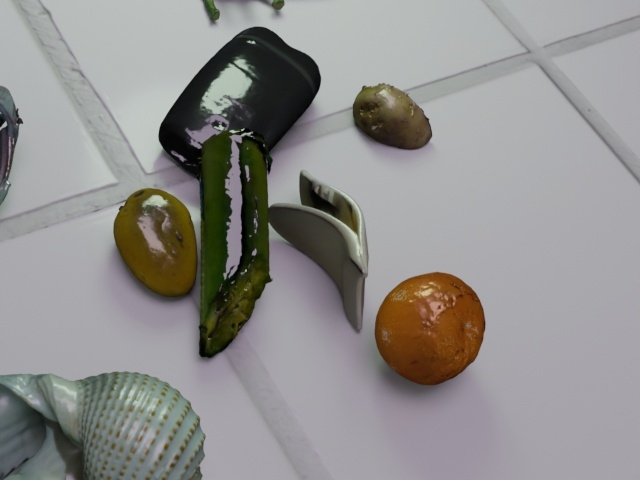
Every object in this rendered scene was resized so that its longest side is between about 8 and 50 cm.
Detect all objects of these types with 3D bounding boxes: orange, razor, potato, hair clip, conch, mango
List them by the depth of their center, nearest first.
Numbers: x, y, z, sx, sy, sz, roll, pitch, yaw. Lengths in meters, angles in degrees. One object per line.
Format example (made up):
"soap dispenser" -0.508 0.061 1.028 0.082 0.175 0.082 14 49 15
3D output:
"conch" -0.320 0.312 1.303 0.319 0.215 0.303 13 48 23
"orange" 0.176 0.142 1.591 0.161 0.193 0.193 18 42 42
"mango" -0.264 0.003 1.602 0.137 0.098 0.195 -20 69 -32
"hair clip" 0.018 -0.005 1.668 0.113 0.172 0.282 -33 59 -24
"razor" -0.143 -0.254 1.808 0.204 0.113 0.349 32 53 1
"potato" 0.140 -0.232 1.894 0.172 0.100 0.089 29 58 0

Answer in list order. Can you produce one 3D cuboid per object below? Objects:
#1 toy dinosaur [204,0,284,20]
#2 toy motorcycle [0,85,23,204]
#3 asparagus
"toy dinosaur" -0.217 -0.594 2.050 0.447 0.087 0.300 -14 55 -28
"toy motorcycle" -0.614 -0.139 1.536 0.241 0.182 0.319 31 52 5
"asparagus" -0.141 0.003 1.596 0.129 0.108 0.381 1 70 -8
